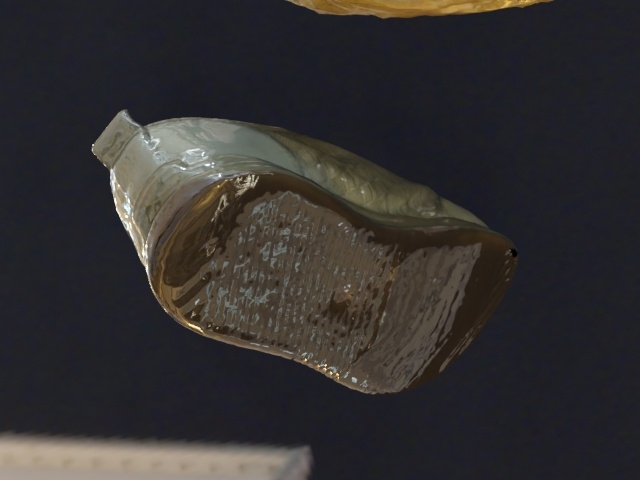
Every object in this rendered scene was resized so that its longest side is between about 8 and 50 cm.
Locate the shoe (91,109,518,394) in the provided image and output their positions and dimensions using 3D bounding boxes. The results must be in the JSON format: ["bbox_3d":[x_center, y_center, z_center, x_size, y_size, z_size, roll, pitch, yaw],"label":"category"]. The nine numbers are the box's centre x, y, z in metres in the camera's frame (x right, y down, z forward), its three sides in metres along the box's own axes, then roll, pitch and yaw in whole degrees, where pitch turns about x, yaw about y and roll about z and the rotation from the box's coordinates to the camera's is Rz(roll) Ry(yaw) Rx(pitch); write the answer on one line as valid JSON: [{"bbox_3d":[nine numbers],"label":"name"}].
[{"bbox_3d":[0.000,0.000,0.905,0.103,0.275,0.098,-53,-129,11],"label":"shoe"}]

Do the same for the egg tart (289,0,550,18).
[{"bbox_3d":[0.060,-0.198,0.900,0.279,0.279,0.095,35,-41,42],"label":"egg tart"}]
